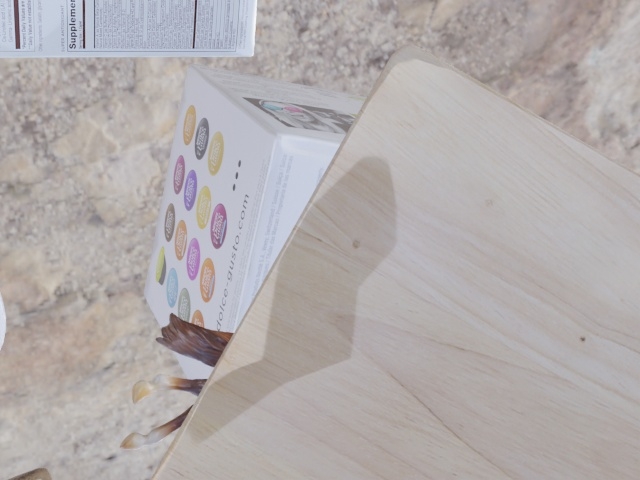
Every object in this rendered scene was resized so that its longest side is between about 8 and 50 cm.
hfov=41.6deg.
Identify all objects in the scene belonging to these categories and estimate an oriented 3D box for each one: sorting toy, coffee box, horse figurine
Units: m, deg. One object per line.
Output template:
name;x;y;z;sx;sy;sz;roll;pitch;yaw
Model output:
sorting toy;0.081;0.092;0.383;0.256;0.257;0.089;-60;180;4
coffee box;0.000;0.000;1.070;0.338;0.334;0.338;5;111;-27
horse figurine;-0.062;0.184;0.635;0.174;0.263;0.066;2;171;-30

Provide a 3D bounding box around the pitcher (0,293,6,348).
pitcher;-0.228;-0.039;0.359;0.125;0.207;0.178;-25;124;-33

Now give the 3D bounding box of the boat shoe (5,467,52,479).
boat shoe;-0.226;0.198;0.470;0.190;0.072;0.068;-20;175;-39

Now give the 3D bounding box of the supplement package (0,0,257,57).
supplement package;-0.164;-0.211;0.539;0.203;0.194;0.149;-6;117;-25
